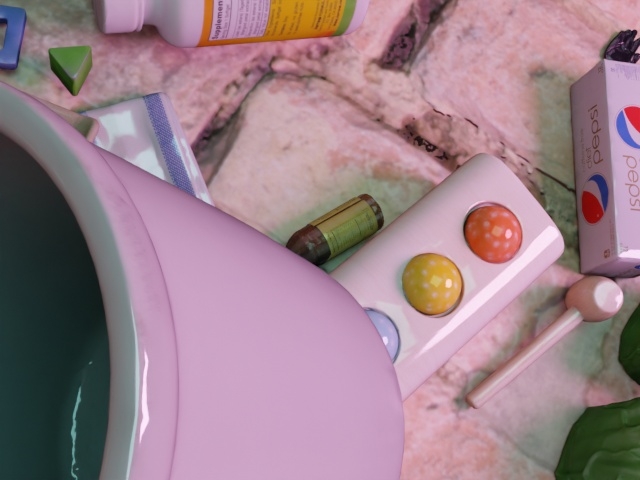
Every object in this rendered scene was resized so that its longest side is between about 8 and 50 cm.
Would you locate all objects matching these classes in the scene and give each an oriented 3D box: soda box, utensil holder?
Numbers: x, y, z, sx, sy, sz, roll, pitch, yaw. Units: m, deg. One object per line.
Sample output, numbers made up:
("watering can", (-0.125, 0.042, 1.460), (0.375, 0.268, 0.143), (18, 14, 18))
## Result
("soda box", (0.312, -0.073, 1.011), (0.069, 0.074, 0.216), (6, 74, -15))
("utensil holder", (-0.148, 0.114, 0.596), (0.328, 0.385, 0.327), (-6, 75, 21))

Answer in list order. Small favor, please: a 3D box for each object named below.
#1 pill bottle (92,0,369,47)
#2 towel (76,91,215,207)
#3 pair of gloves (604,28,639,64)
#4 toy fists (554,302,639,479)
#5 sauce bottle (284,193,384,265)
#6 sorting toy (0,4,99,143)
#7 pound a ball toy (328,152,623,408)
("pill bottle", (-0.087, -0.253, 0.909), (0.246, 0.136, 0.136), (-8, 78, -18))
("towel", (-0.229, -0.008, 0.858), (0.285, 0.034, 0.209), (-19, 81, -20))
("pair of gloves", (0.356, -0.194, 1.091), (0.083, 0.010, 0.074), (36, 70, -2))
("toy fists", (0.336, 0.148, 0.922), (0.096, 0.142, 0.279), (37, 69, -4))
("sauce bottle", (0.000, 0.000, 0.918), (0.128, 0.042, 0.042), (-29, 85, -19))
("sorting toy", (-0.309, -0.065, 0.814), (0.196, 0.047, 0.347), (19, 66, -3))
("pound a ball toy", (0.127, 0.066, 0.887), (0.319, 0.136, 0.208), (-38, 88, -21))
